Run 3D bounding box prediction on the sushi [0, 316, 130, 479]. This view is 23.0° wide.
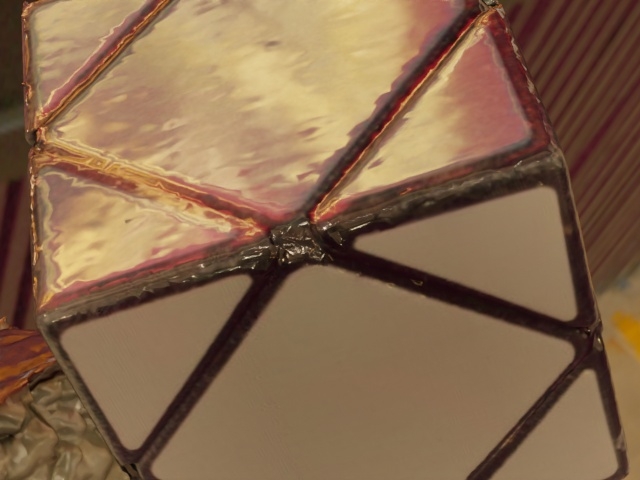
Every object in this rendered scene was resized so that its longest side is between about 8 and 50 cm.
[{"bbox_3d":[-0.210,0.182,0.967,0.348,0.207,0.234,-22,107,-48],"label":"sushi"}]

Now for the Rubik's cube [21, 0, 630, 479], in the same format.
[{"bbox_3d":[0.000,0.000,0.686,0.205,0.207,0.205,-18,45,5],"label":"Rubik's cube"}]
